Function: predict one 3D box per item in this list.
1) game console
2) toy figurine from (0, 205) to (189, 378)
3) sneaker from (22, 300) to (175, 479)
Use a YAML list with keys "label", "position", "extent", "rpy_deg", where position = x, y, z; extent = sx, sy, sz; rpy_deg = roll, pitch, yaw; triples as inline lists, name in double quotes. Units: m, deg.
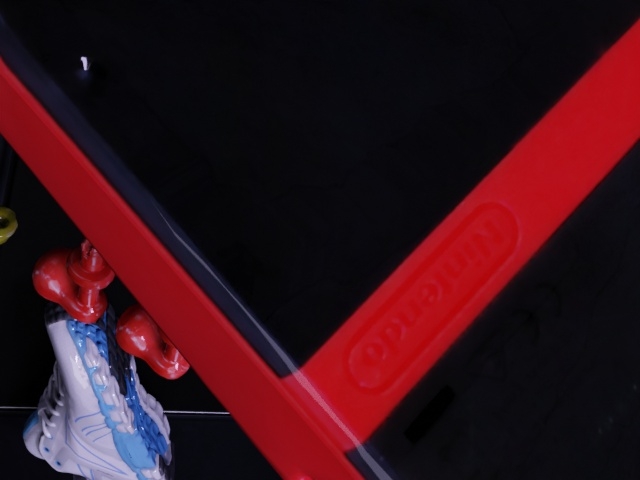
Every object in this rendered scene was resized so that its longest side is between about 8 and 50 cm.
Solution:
- label: "game console"
  position: [0.114, -0.060, 0.440]
  extent: [0.386, 0.060, 0.342]
  rpy_deg: [-45, 104, -24]
- label: "toy figurine"
  position: [-0.042, -0.080, 0.569]
  extent: [0.362, 0.217, 0.191]
  rpy_deg: [34, 149, 10]
- label: "sneaker"
  position: [-0.148, 0.105, 0.772]
  extent: [0.083, 0.071, 0.191]
  rpy_deg: [-10, 137, 2]
